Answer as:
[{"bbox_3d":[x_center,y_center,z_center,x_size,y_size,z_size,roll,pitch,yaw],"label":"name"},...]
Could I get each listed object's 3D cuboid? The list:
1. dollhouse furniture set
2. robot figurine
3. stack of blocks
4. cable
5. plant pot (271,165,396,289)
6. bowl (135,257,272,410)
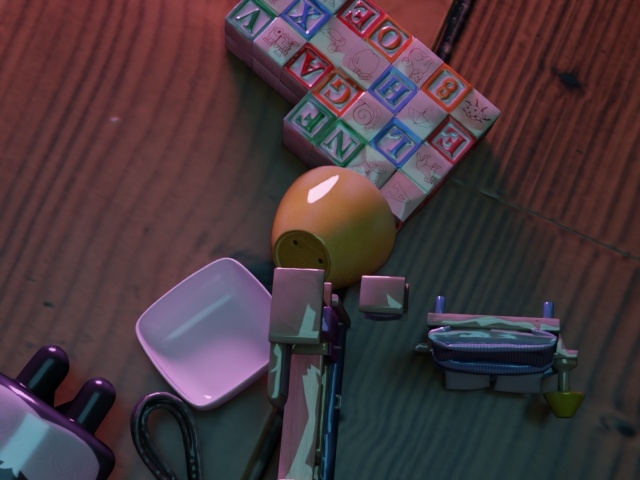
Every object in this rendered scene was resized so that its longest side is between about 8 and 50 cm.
[{"bbox_3d":[0.115,0.158,1.255,0.303,0.286,0.198,2,77,8],"label":"dollhouse furniture set"},{"bbox_3d":[-0.316,0.240,1.264,0.209,0.173,0.278,25,74,34],"label":"robot figurine"},{"bbox_3d":[0.030,-0.167,1.423,0.297,0.087,0.171,42,78,5],"label":"stack of blocks"},{"bbox_3d":[-0.123,0.296,1.290,0.139,0.072,0.287,-2,90,-13],"label":"cable"},{"bbox_3d":[0.000,0.000,1.344,0.134,0.134,0.095,40,35,5],"label":"plant pot"},{"bbox_3d":[-0.110,0.105,1.354,0.142,0.053,0.142,-36,62,-11],"label":"bowl"}]
